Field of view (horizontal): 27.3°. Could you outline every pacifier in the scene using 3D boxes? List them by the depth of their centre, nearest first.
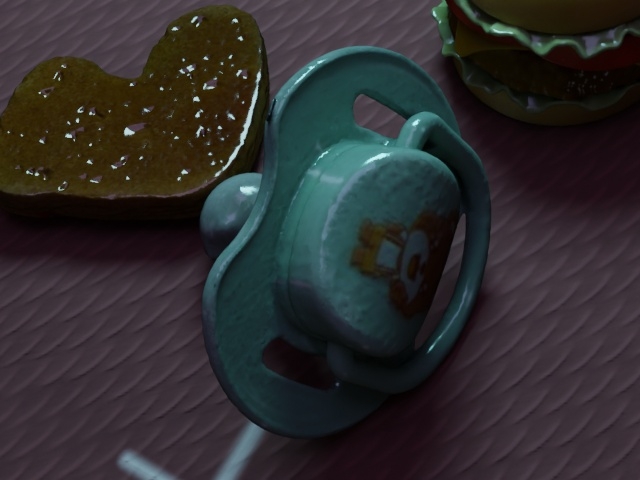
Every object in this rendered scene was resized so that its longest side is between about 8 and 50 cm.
[{"bbox_3d":[0.000,0.000,1.178,0.269,0.288,0.344,15,79,51],"label":"pacifier"}]

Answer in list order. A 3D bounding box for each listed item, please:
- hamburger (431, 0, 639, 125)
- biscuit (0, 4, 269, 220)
[{"bbox_3d":[0.244,-0.268,1.286,0.274,0.212,0.275,-2,60,4],"label":"hamburger"},{"bbox_3d":[-0.190,-0.130,1.345,0.277,0.052,0.262,-1,55,6],"label":"biscuit"}]
